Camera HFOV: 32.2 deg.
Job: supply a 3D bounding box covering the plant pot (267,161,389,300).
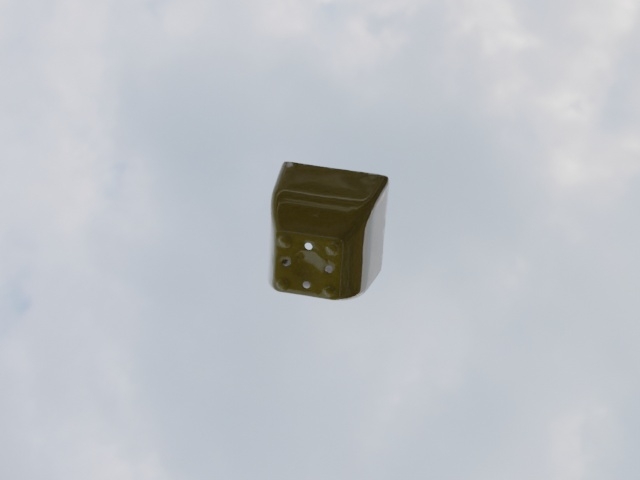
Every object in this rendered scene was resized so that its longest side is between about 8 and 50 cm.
[{"bbox_3d":[0.000,0.000,0.787,0.081,0.081,0.083,8,-154,10],"label":"plant pot"}]
